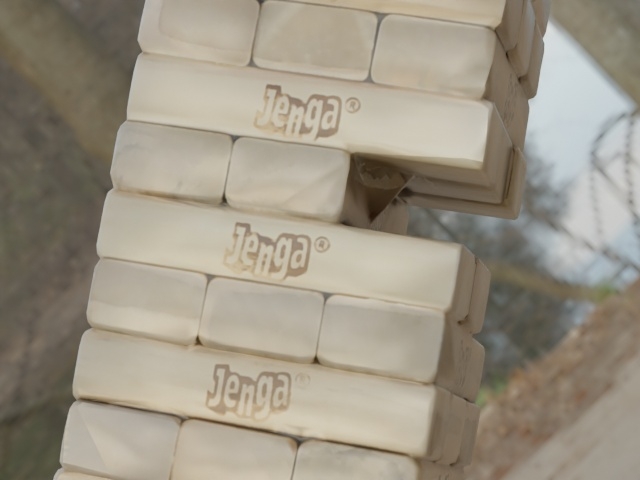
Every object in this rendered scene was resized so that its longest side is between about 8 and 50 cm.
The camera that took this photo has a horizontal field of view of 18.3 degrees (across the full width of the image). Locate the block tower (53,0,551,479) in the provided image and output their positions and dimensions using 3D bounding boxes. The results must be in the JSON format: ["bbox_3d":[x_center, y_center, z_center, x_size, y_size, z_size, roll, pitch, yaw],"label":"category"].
[{"bbox_3d":[0.000,0.000,0.505,0.097,0.091,0.335,38,-118,-77],"label":"block tower"}]
